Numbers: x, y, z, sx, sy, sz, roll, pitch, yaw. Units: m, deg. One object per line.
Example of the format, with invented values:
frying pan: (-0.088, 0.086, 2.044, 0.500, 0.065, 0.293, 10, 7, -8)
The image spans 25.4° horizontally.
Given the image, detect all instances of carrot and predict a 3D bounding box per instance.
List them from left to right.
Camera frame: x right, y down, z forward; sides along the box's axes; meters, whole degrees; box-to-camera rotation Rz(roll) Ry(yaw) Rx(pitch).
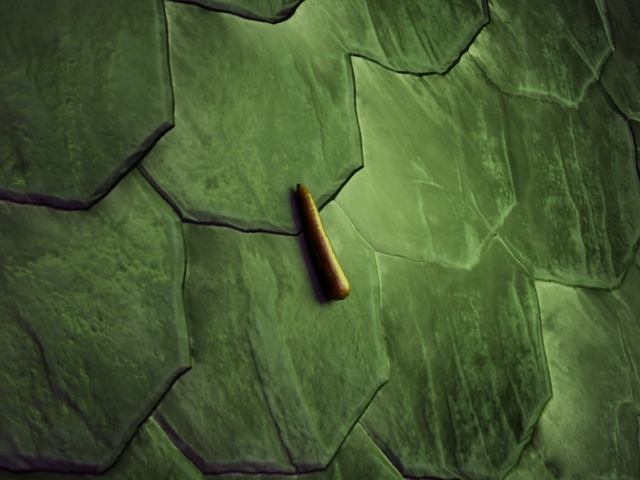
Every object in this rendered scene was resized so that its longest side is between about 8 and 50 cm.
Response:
carrot: (0.000, 0.000, 2.109, 0.037, 0.037, 0.190, -13, 79, -43)
